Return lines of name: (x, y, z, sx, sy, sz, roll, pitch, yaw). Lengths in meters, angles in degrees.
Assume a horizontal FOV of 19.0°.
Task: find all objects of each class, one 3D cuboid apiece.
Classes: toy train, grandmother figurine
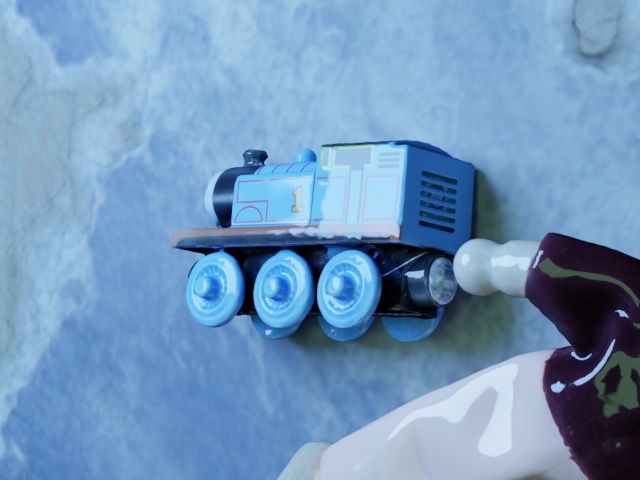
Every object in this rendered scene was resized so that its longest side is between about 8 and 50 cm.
toy train: (0.000, 0.000, 1.050, 0.184, 0.080, 0.105, -1, 79, 41)
grandmother figurine: (0.133, 0.086, 0.929, 0.342, 0.104, 0.208, -28, 99, 32)
